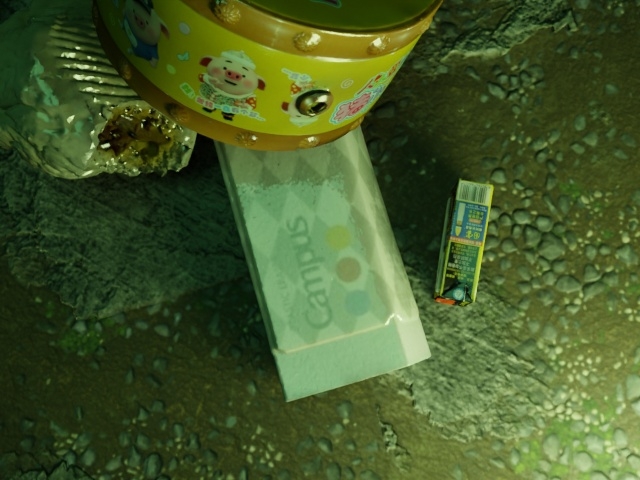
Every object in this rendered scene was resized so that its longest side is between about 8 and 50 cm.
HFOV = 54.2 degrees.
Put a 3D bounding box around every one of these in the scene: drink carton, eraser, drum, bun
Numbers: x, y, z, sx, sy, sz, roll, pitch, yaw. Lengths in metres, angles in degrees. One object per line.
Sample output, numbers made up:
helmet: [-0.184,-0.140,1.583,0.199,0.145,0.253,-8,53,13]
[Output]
drink carton: [0.196,0.005,0.870,0.056,0.071,0.166,11,79,7]
eraser: [0.000,-0.001,0.872,0.213,0.082,0.397,-16,79,0]
drum: [-0.064,-0.334,0.783,0.430,0.214,0.431,11,57,-18]
bun: [-0.324,-0.191,0.846,0.204,0.281,0.282,-28,78,31]
